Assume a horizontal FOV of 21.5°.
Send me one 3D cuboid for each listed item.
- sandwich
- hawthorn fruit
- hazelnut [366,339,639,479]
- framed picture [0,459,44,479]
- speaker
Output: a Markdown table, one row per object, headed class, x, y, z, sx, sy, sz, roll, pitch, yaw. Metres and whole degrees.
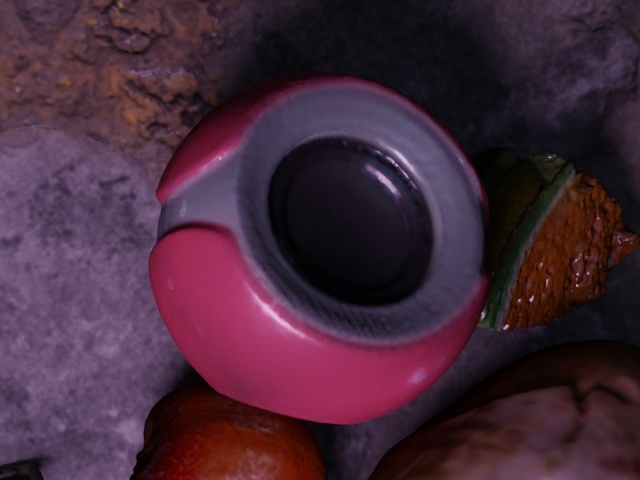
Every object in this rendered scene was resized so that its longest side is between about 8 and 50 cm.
| class | x | y | z | sx | sy | sz | roll | pitch | yaw |
| --- | --- | --- | --- | --- | --- | --- | --- | --- | --- |
| sandwich | 0.189 | 0.016 | 1.558 | 0.160 | 0.109 | 0.185 | 37 | 75 | -31 |
| hawthorn fruit | -0.067 | 0.205 | 1.436 | 0.188 | 0.169 | 0.169 | 10 | 83 | -12 |
| hazelnut | 0.196 | 0.249 | 1.424 | 0.315 | 0.372 | 0.372 | 33 | 76 | 20 |
| framed picture | -0.344 | 0.241 | 1.330 | 0.281 | 0.209 | 0.019 | -12 | 106 | -15 |
| speaker | 0.000 | 0.000 | 1.414 | 0.294 | 0.294 | 0.294 | 1 | 86 | -16 |
